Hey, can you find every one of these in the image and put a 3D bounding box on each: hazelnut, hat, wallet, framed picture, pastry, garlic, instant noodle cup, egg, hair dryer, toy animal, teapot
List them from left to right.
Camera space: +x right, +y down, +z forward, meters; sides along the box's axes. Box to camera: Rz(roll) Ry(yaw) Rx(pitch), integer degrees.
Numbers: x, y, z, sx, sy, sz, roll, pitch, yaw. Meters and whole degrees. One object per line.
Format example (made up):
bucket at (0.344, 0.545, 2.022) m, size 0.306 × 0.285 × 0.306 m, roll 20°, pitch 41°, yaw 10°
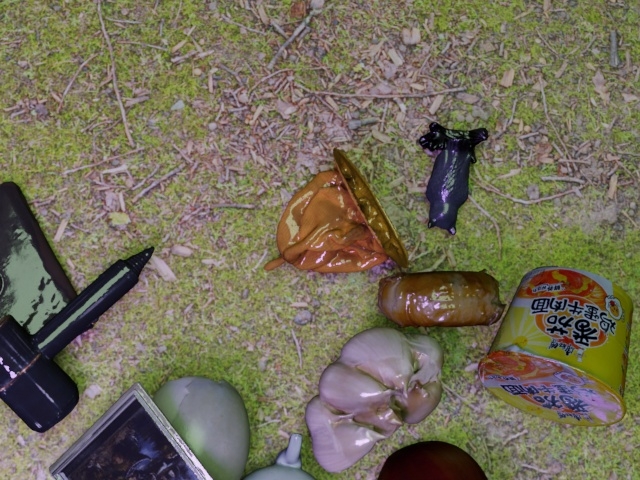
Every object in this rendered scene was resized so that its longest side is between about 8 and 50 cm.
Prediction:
wallet at (-0.540, 0.056, 1.568) m, size 0.165 × 0.042 × 0.309 m, roll -28°, pitch 82°, yaw -18°
hair dryer at (-0.399, 0.143, 1.506) m, size 0.352 × 0.107 × 0.189 m, roll -42°, pitch 106°, yaw -16°
framed picture at (-0.300, 0.387, 1.413) m, size 0.232 × 0.296 × 0.019 m, roll 50°, pitch 32°, yaw 7°
egg at (-0.205, 0.340, 1.461) m, size 0.183 × 0.183 × 0.217 m, roll 3°, pitch 64°, yaw -7°
teapot at (-0.068, 0.469, 1.475) m, size 0.193 × 0.129 × 0.294 m, roll 11°, pitch 73°, yaw -4°
hat at (0.000, 0.000, 1.623) m, size 0.233 × 0.244 × 0.233 m, roll -30°, pitch 48°, yaw 14°
garlic at (0.091, 0.249, 1.511) m, size 0.281 × 0.203 × 0.184 m, roll -28°, pitch 93°, yaw -16°
hazelnut at (0.180, 0.428, 1.508) m, size 0.208 × 0.208 × 0.208 m, roll 2°, pitch 74°, yaw -8°
pastry at (0.214, 0.101, 1.572) m, size 0.229 × 0.218 × 0.100 m, roll -4°, pitch 87°, yaw 31°
toy animal at (0.256, -0.120, 1.692) m, size 0.121 × 0.117 × 0.210 m, roll 8°, pitch 72°, yaw -13°
instant noodle cup at (0.428, 0.182, 1.572) m, size 0.264 × 0.264 × 0.200 m, roll 26°, pitch 63°, yaw -1°
